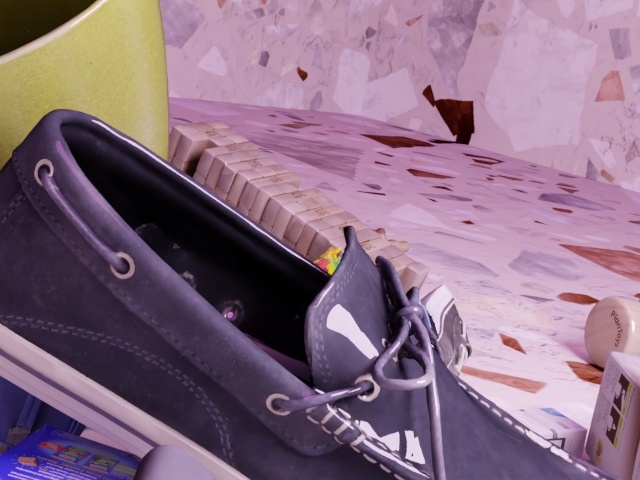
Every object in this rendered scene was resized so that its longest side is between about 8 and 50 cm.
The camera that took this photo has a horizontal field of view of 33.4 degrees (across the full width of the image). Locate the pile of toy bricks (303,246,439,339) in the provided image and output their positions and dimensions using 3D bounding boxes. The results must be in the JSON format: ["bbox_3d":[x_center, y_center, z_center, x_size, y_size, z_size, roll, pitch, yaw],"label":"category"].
[{"bbox_3d":[0.022,0.054,0.938,0.118,0.105,0.212,-31,25,11],"label":"pile of toy bricks"}]

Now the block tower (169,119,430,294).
[{"bbox_3d":[-0.047,-0.017,1.176,0.335,0.091,0.097,35,27,22],"label":"block tower"}]

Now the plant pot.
[{"bbox_3d":[-0.231,-0.090,0.839,0.275,0.293,0.274,-6,46,6],"label":"plant pot"}]

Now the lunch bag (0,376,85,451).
[{"bbox_3d":[-0.189,0.101,0.726,0.067,0.098,0.065,23,2,2],"label":"lunch bag"}]

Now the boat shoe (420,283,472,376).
[{"bbox_3d":[0.108,0.102,1.050,0.070,0.078,0.219,48,15,0],"label":"boat shoe"}]

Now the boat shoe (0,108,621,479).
[{"bbox_3d":[0.006,0.081,0.654,0.500,0.156,0.187,29,18,-1],"label":"boat shoe"}]

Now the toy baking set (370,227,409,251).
[{"bbox_3d":[0.007,0.001,1.523,0.197,0.030,0.256,13,12,25],"label":"toy baking set"}]

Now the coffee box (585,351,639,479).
[{"bbox_3d":[0.300,0.175,0.783,0.141,0.098,0.246,10,12,-2],"label":"coffee box"}]

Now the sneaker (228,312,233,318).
[{"bbox_3d":[-0.156,0.084,0.864,0.282,0.102,0.161,13,3,-22],"label":"sneaker"}]

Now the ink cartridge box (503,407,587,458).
[{"bbox_3d":[0.177,0.164,0.899,0.083,0.028,0.048,3,14,-32],"label":"ink cartridge box"}]

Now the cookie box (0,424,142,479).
[{"bbox_3d":[-0.153,0.156,0.628,0.092,0.040,0.107,15,13,13],"label":"cookie box"}]

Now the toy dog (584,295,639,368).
[{"bbox_3d":[0.433,0.100,1.097,0.220,0.161,0.334,-1,16,-42],"label":"toy dog"}]

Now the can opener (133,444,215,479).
[{"bbox_3d":[-0.072,0.195,0.448,0.095,0.076,0.283,41,14,-11],"label":"can opener"}]
